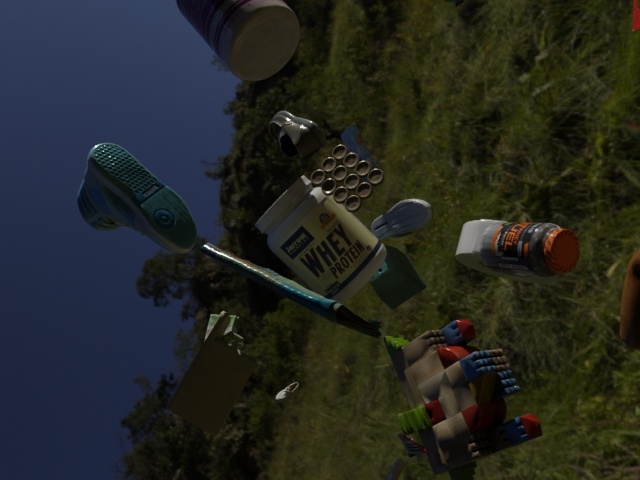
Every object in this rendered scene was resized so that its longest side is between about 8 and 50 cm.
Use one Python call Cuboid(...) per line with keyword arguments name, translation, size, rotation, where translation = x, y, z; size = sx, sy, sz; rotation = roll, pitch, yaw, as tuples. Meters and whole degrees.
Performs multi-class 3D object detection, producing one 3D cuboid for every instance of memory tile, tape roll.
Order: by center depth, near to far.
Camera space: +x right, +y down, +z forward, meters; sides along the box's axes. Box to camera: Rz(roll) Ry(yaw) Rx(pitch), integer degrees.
Cuboid(name="memory tile", translation=(0.057, -0.134, 1.185), size=(0.113, 0.148, 0.012), rotation=(-50, -29, 0))
Cuboid(name="tape roll", translation=(0.527, 0.034, 1.536), size=(0.286, 0.286, 0.100), rotation=(28, -104, -50))

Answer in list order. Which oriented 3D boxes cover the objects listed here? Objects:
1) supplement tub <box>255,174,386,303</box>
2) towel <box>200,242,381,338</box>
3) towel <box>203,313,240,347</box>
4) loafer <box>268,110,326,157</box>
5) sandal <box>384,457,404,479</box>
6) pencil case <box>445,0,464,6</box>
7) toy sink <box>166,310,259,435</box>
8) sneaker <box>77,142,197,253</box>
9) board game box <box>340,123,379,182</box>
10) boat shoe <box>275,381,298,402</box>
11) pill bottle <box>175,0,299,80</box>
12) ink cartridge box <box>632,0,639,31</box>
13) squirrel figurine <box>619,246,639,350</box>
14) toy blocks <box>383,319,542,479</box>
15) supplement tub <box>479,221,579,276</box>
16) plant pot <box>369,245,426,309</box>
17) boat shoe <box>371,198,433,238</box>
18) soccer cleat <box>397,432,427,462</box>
Cuboid(name="supplement tub", translation=(0.000, 0.000, 1.544), size=(0.325, 0.235, 0.235), rotation=(44, -126, -3))
Cuboid(name="towel", translation=(-0.060, 0.108, 1.219), size=(0.040, 0.370, 0.271), rotation=(-64, -31, -4))
Cuboid(name="towel", translation=(-0.275, 0.273, 1.464), size=(0.023, 0.113, 0.152), rotation=(30, -115, -50))
Cuboid(name="loafer", translation=(-0.081, -0.272, 1.420), size=(0.087, 0.251, 0.094), rotation=(-43, -61, -11))
Cuboid(name="sandal", translation=(0.144, 0.552, 1.126), size=(0.265, 0.076, 0.102), rotation=(-34, -31, -57))
Cuboid(name="pencil case", translation=(0.214, -0.419, 0.838), size=(0.064, 0.070, 0.151), rotation=(55, -176, 1))
Cuboid(name="toy sink", translation=(-0.218, 0.298, 1.227), size=(0.234, 0.131, 0.153), rotation=(-62, 0, -17))
Cuboid(name="sneaker", translation=(-0.446, -0.058, 1.314), size=(0.319, 0.208, 0.127), rotation=(47, -141, 1))
Cuboid(name="board game box", translation=(0.152, -0.327, 2.083), size=(0.039, 0.160, 0.212), rotation=(-28, -87, -6))
Cuboid(name="boat shoe", translation=(-0.115, 0.527, 1.912), size=(0.100, 0.035, 0.035), rotation=(-23, -39, -36))
Cuboid(name="pill bottle", translation=(-0.188, -0.476, 1.103), size=(0.169, 0.302, 0.169), rotation=(-33, -22, -15))
Cuboid(name="ink cartridge box", translation=(0.678, -0.528, 1.132), size=(0.179, 0.045, 0.146), rotation=(-93, 2, -84))
Cuboid(name="squirrel figurine", translation=(0.630, 0.001, 0.679), size=(0.280, 0.370, 0.397), rotation=(0, -84, -11))
Cuboid(name="toy blocks", translation=(0.318, 0.335, 1.228), size=(0.190, 0.261, 0.382), rotation=(4, -126, -37))
Cuboid(name="supplement tub", translation=(0.454, 0.018, 1.198), size=(0.116, 0.190, 0.117), rotation=(-1, -88, -30))
Cuboid(name="plant pot", translation=(0.257, 0.123, 2.074), size=(0.165, 0.166, 0.234), rotation=(-36, -35, 13))
Cuboid(name="boat shoe", translation=(0.327, -0.082, 2.084), size=(0.119, 0.335, 0.121), rotation=(-5, -97, -30))
Cuboid(name="soccer cleat", translation=(0.191, 0.441, 1.168), size=(0.029, 0.083, 0.036), rotation=(42, -104, -37))
